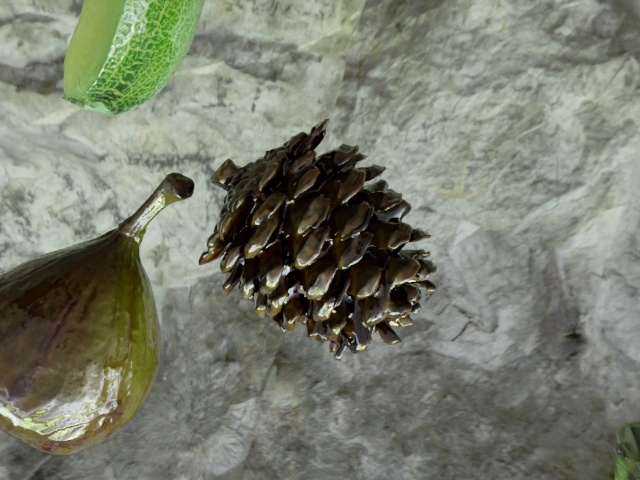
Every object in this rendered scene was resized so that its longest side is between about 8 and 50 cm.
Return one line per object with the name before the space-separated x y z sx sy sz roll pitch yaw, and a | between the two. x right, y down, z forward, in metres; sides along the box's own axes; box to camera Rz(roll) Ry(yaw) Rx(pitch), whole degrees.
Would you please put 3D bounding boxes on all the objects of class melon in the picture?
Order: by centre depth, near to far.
melon | -0.325 -0.391 1.125 0.226 0.331 0.343 6 -86 -7

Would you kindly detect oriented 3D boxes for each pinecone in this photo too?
pinecone | 0.000 0.000 0.701 0.272 0.224 0.224 35 -110 0

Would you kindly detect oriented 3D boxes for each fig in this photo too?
fig | -0.234 0.061 0.692 0.217 0.217 0.321 38 -89 1

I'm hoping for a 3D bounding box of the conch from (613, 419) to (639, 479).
conch | 0.361 0.270 0.622 0.187 0.181 0.124 27 -81 35
